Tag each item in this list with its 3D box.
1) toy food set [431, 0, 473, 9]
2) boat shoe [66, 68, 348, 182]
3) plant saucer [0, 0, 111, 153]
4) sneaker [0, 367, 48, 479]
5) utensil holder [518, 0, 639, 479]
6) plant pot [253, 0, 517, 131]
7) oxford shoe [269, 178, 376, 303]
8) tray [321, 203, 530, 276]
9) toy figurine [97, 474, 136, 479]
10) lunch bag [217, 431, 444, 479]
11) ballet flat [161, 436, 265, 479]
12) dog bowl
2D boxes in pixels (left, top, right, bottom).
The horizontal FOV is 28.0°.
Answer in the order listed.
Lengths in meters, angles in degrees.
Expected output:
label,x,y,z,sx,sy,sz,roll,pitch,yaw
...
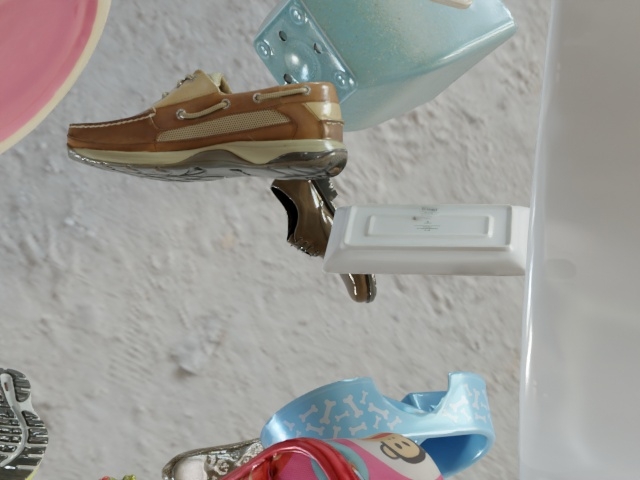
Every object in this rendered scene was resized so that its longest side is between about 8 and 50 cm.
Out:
label,x,y,z,sx,sy,sz,roll,pitch,yaw
toy food set,0.081,-0.270,0.903,0.128,0.071,0.218,19,57,-10
boat shoe,-0.127,-0.132,1.475,0.324,0.122,0.120,0,85,8
plant saucer,-0.300,-0.183,1.144,0.084,0.332,0.332,39,88,12
sneaker,-0.405,0.259,1.655,0.208,0.081,0.094,-114,43,-55
utensil holder,0.292,-0.012,0.531,0.385,0.327,0.327,6,77,15
plant pot,0.060,-0.287,1.746,0.252,0.247,0.248,-35,89,-34
oxford shoe,0.000,0.000,1.820,0.096,0.083,0.227,-32,91,-20
tray,0.142,-0.010,1.680,0.270,0.030,0.145,1,36,10
toy figurine,-0.250,0.430,1.562,0.217,0.362,0.191,45,61,-8
lunch bag,0.018,0.261,0.713,0.258,0.120,0.293,-37,64,31
ballet flat,-0.127,0.335,1.894,0.058,0.250,0.084,-6,86,52
dog bowl,0.076,0.228,1.476,0.166,0.297,0.074,-53,48,41
